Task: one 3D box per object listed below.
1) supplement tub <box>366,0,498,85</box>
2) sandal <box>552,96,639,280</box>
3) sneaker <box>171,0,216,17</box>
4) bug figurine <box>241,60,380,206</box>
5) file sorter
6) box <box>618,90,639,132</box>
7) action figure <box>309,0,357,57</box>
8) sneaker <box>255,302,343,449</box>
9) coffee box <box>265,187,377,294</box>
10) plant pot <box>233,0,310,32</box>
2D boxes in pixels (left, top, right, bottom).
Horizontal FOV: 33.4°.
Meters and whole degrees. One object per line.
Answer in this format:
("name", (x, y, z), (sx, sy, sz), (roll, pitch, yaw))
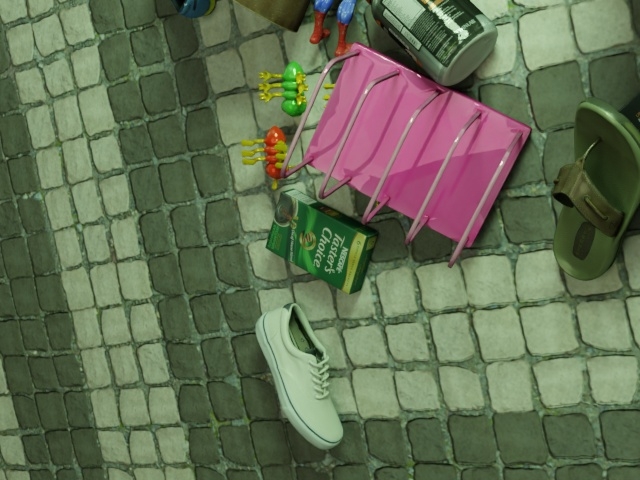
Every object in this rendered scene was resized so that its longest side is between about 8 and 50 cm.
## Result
("supplement tub", (0.154, -0.325, 1.545), (0.190, 0.117, 0.117), (49, 123, 17))
("sandal", (0.359, -0.050, 1.419), (0.120, 0.086, 0.303), (39, 145, 36))
("sneaker", (-0.252, -0.476, 1.820), (0.069, 0.082, 0.209), (-30, 81, 38))
("bug figurine", (0.008, -0.172, 1.707), (0.279, 0.072, 0.216), (12, 113, 27))
("file sorter", (0.116, -0.121, 1.522), (0.290, 0.182, 0.202), (28, 112, 8))
("box", (0.528, -0.106, 1.329), (0.293, 0.073, 0.295), (55, 136, 14))
("action figure", (0.059, -0.432, 1.617), (0.091, 0.139, 0.280), (31, 139, 22))
("sneaker", (-0.025, 0.227, 1.806), (0.091, 0.094, 0.258), (-35, 79, 40))
("coffee box", (0.000, 0.000, 1.771), (0.184, 0.040, 0.113), (29, 116, 27))
("plant pot", (-0.070, -0.475, 1.634), (0.215, 0.215, 0.230), (38, 105, 23))
